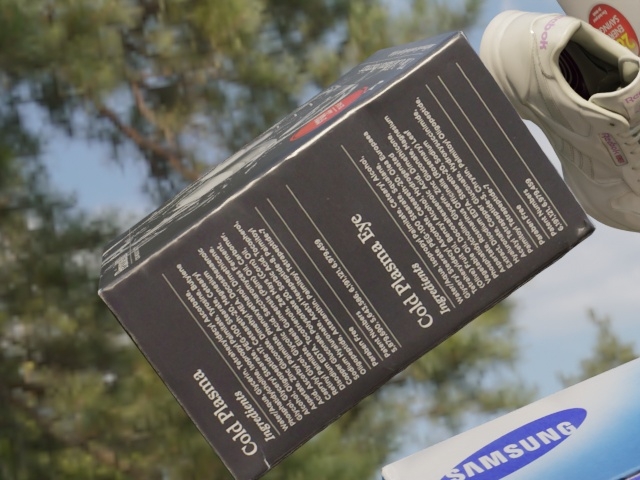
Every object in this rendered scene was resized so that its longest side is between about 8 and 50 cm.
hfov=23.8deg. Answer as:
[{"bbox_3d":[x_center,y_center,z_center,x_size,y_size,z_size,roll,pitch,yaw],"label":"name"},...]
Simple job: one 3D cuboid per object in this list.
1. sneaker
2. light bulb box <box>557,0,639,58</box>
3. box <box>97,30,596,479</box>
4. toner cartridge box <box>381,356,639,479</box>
[{"bbox_3d":[0.286,-0.106,1.484,0.305,0.114,0.152,41,-16,-23],"label":"sneaker"},{"bbox_3d":[0.440,-0.381,1.530,0.361,0.225,0.358,-34,-3,-22],"label":"light bulb box"},{"bbox_3d":[0.000,0.000,1.203,0.312,0.179,0.343,-37,8,-4],"label":"box"},{"bbox_3d":[0.209,0.122,0.714,0.348,0.075,0.165,-20,-62,-15],"label":"toner cartridge box"}]
